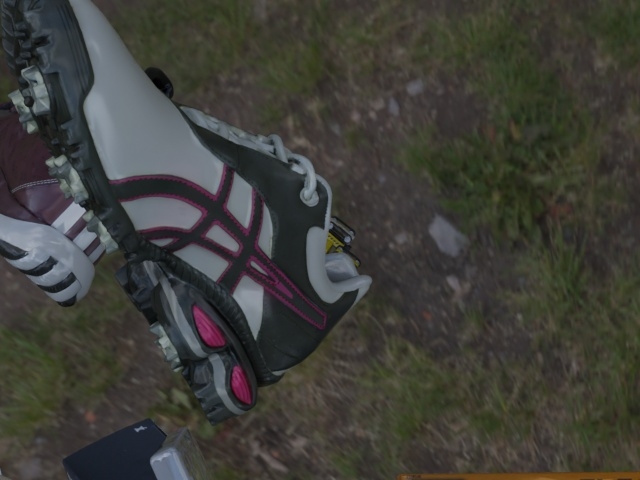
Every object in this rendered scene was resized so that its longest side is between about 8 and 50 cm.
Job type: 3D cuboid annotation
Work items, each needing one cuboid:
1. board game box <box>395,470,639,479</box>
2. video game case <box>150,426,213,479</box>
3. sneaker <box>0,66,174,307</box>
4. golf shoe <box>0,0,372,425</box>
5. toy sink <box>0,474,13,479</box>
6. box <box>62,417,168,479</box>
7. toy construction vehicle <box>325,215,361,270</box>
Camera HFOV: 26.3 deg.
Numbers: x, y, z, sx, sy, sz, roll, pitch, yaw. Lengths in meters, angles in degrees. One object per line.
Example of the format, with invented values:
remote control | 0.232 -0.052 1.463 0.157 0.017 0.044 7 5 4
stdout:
board game box | 0.243 0.456 1.251 0.356 0.356 0.357 0 46 -4
video game case | -0.077 0.267 1.132 0.026 0.206 0.227 -26 88 -4
sneaker | -0.180 -0.071 0.992 0.162 0.106 0.281 -46 38 -2
golf shoe | -0.067 -0.032 0.688 0.120 0.273 0.105 -33 44 -8
toy sink | -0.252 0.245 0.803 0.234 0.152 0.131 -50 24 25
box | -0.167 0.314 1.412 0.108 0.207 0.153 -24 26 -22
toy construction vehicle | 0.000 0.000 1.476 0.098 0.086 0.035 37 112 -2
